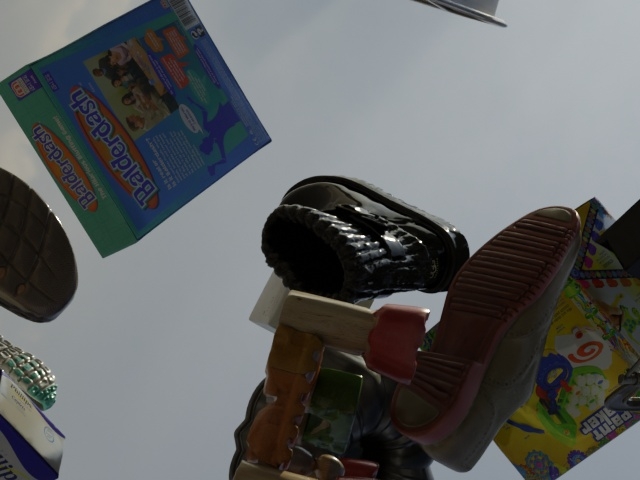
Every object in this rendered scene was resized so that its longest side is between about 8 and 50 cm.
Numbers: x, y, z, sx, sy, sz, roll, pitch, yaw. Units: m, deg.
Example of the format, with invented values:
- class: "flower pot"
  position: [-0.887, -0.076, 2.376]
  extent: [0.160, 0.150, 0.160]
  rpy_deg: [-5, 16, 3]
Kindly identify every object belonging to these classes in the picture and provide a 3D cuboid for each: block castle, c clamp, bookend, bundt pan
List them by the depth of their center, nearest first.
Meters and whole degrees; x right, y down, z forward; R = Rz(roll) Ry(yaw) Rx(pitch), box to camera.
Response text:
- class: "block castle"
  position: [0.014, 0.292, 1.683]
  extent: [0.453, 0.213, 0.303]
  rpy_deg: [102, 4, -55]
- class: "c clamp"
  position: [0.406, 0.173, 1.753]
  extent: [0.137, 0.160, 0.022]
  rpy_deg: [-51, -137, 46]
- class: "bookend"
  position: [0.458, 0.010, 1.919]
  extent: [0.156, 0.072, 0.157]
  rpy_deg: [-46, -141, 22]
- class: "bundt pan"
  position: [0.038, 0.305, 2.067]
  extent: [0.124, 0.331, 0.331]
  rpy_deg: [16, -95, 48]

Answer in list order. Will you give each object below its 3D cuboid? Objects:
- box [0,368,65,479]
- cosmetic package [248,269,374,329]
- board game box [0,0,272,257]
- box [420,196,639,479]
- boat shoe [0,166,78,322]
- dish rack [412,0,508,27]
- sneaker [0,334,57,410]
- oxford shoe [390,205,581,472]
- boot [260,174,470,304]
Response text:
- class: "box"
  position: [-0.387, 0.237, 1.722]
  extent: [0.137, 0.126, 0.072]
  rpy_deg: [-27, -148, 16]
- class: "cosmetic package"
  position: [0.005, 0.061, 2.391]
  extent: [0.224, 0.138, 0.224]
  rpy_deg: [-63, -172, -6]
- class: "board game box"
  position: [-0.146, -0.103, 1.223]
  extent: [0.047, 0.160, 0.210]
  rpy_deg: [-23, -169, 38]
- class: "box"
  position: [0.343, 0.149, 2.097]
  extent: [0.279, 0.177, 0.290]
  rpy_deg: [52, -50, 8]
- class: "boat shoe"
  position: [-0.420, -0.023, 1.758]
  extent: [0.132, 0.355, 0.130]
  rpy_deg: [-40, 162, -29]
- class: "dish rack"
  position: [0.035, -0.309, 1.567]
  extent: [0.285, 0.333, 0.072]
  rpy_deg: [23, -79, 27]
- class: "sneaker"
  position: [-0.391, 0.165, 1.821]
  extent: [0.166, 0.065, 0.076]
  rpy_deg: [35, -67, 22]
- class: "oxford shoe"
  position: [0.214, 0.114, 1.779]
  extent: [0.123, 0.130, 0.348]
  rpy_deg: [18, -114, 50]
- class: "boot"
  position: [0.001, -0.004, 2.021]
  extent: [0.348, 0.260, 0.131]
  rpy_deg: [16, -74, 43]
